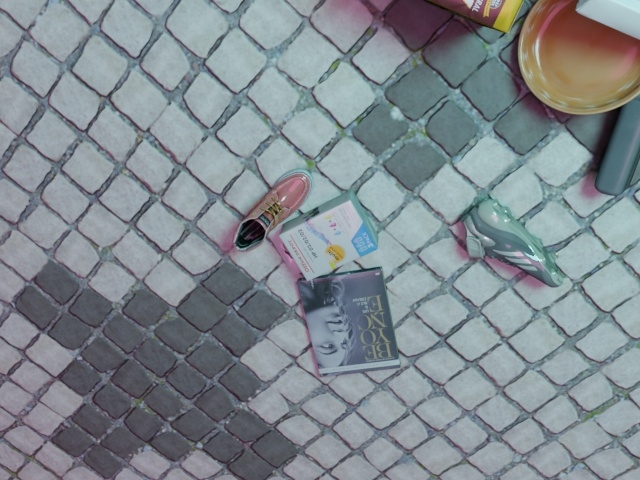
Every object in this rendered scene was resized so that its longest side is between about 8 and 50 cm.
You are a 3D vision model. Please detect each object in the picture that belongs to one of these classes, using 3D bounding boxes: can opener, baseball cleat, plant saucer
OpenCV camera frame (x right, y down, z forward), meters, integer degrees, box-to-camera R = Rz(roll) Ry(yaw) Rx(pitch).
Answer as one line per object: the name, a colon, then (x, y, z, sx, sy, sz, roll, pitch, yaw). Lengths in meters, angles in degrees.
can opener: (0.469, -0.215, 0.882, 0.095, 0.076, 0.283, 24, 118, 31)
baseball cleat: (0.328, 0.017, 0.996, 0.206, 0.072, 0.109, 46, 124, -8)
plant saucer: (0.394, -0.286, 0.831, 0.200, 0.037, 0.199, 8, 106, 29)

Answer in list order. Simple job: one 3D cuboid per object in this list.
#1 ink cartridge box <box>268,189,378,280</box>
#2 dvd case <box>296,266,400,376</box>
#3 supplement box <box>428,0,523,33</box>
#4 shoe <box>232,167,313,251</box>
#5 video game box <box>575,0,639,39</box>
ink cartridge box: (0.000, 0.000, 1.018, 0.181, 0.061, 0.104, -26, 108, 17)
dvd case: (0.057, 0.163, 1.106, 0.165, 0.018, 0.221, -9, 112, 10)
supplement box: (0.178, -0.380, 0.762, 0.191, 0.194, 0.129, 22, 113, -3)
shoe: (-0.083, -0.049, 0.996, 0.178, 0.081, 0.063, -41, 103, 20)
video game box: (0.445, -0.346, 0.740, 0.205, 0.048, 0.187, 18, 78, -9)
